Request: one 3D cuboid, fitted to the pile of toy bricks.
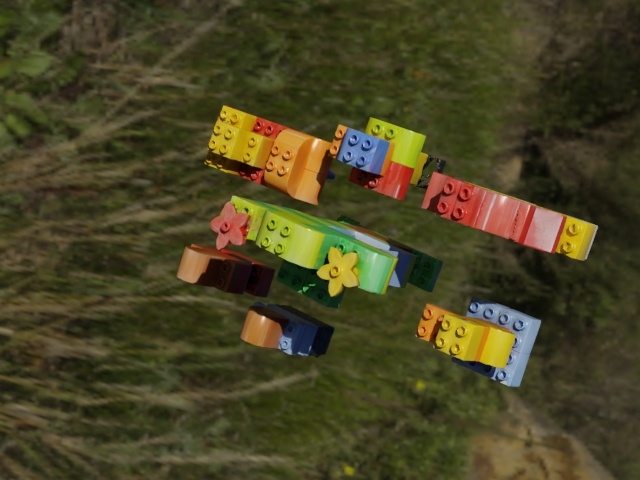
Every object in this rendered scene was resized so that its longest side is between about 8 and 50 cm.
[{"bbox_3d":[0.000,0.000,0.528,0.105,0.212,0.118,12,98,-53],"label":"pile of toy bricks"}]
